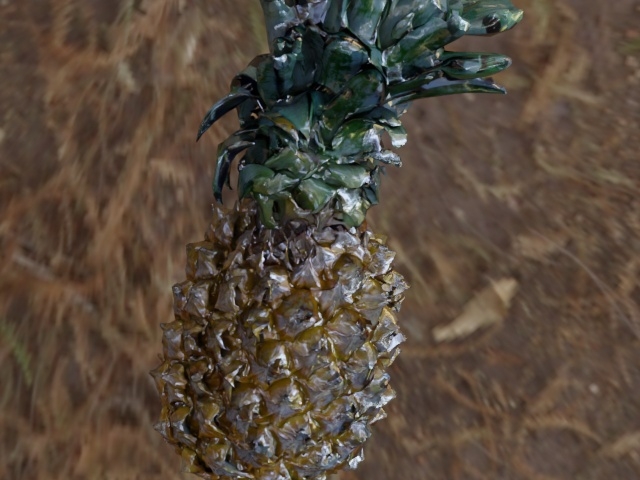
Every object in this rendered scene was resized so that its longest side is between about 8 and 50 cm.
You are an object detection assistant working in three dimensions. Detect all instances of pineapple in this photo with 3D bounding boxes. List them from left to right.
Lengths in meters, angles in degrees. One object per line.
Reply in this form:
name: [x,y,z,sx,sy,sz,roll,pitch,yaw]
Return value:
pineapple: [0.000,0.000,0.628,0.103,0.083,0.221,3,120,-21]
